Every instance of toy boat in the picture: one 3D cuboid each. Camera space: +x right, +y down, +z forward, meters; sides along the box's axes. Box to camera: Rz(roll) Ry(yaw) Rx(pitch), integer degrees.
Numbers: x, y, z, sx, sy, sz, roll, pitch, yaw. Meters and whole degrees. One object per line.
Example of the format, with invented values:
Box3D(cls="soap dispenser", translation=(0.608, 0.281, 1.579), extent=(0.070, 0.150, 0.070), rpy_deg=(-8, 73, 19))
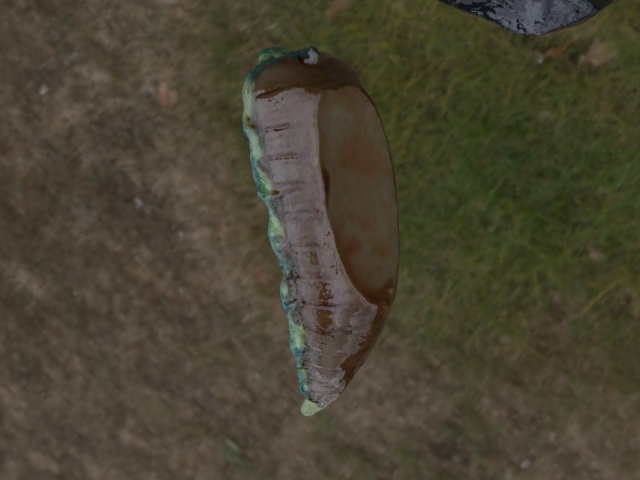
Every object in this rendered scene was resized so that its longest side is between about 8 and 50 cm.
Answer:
Box3D(cls="toy boat", translation=(0.007, 0.004, 0.934), extent=(0.099, 0.108, 0.293), rpy_deg=(14, 115, 48))

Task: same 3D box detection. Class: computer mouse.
Box3D(cls="computer mouse", translation=(0.116, -0.199, 0.858), extent=(0.192, 0.106, 0.062), rpy_deg=(14, 146, -1))
